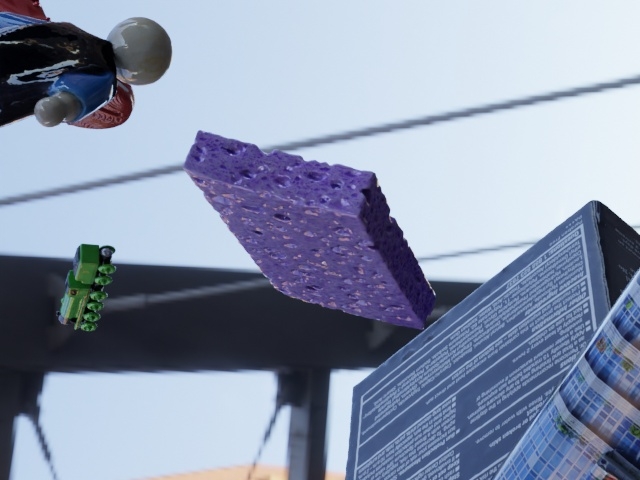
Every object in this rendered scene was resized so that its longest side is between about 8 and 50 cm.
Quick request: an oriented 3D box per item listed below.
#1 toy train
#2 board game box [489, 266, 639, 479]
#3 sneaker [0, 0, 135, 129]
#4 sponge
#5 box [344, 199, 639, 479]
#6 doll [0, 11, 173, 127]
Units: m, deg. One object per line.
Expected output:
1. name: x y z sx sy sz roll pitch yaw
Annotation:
1. toy train: -0.131 0.027 0.708 0.083 0.023 0.017 120 150 -53
2. board game box: 0.147 0.116 0.407 0.194 0.194 0.060 -59 -14 16
3. sneaker: -0.249 -0.194 1.122 0.087 0.221 0.128 -53 11 47
4. sponge: 0.000 0.000 0.822 0.210 0.117 0.031 57 -129 -63
5. box: 0.170 0.183 0.969 0.183 0.296 0.294 37 -148 -18
6. doll: -0.167 -0.086 0.658 0.129 0.189 0.046 -129 29 -47
